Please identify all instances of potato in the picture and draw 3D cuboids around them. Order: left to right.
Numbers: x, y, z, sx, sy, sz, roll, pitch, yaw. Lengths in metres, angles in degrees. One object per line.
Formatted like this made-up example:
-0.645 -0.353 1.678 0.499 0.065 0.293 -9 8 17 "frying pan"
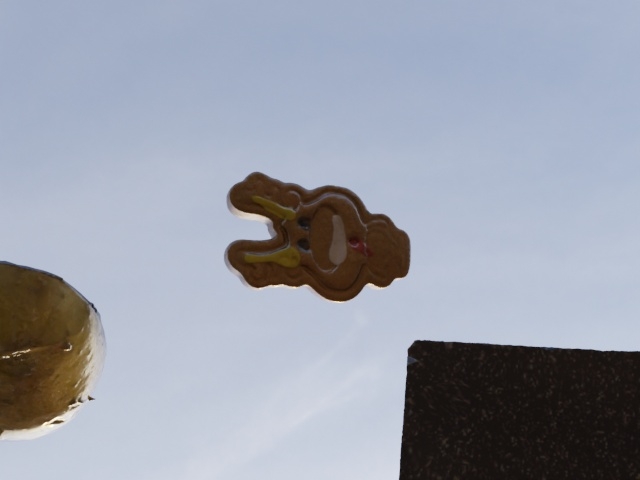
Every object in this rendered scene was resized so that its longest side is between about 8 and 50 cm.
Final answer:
-0.371 0.148 1.085 0.239 0.116 0.299 16 -43 -9 "potato"

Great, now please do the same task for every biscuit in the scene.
0.002 -0.001 1.420 0.295 0.044 0.185 6 -103 -23 "biscuit"

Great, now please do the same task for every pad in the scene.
0.159 0.240 0.714 0.004 0.220 0.330 50 -135 -68 "pad"
